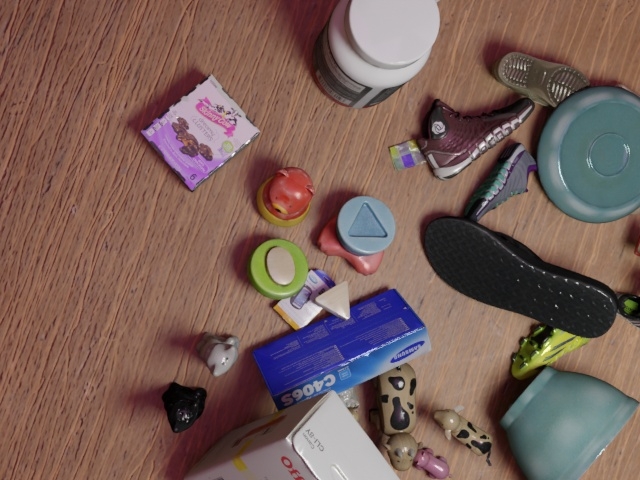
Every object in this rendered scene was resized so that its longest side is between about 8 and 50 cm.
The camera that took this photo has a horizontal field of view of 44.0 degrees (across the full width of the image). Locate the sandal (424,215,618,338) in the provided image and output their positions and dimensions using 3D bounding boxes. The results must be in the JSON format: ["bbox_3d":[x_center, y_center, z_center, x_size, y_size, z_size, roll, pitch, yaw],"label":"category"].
[{"bbox_3d":[0.437,0.077,1.763,0.446,0.107,0.167,27,119,10],"label":"sandal"}]

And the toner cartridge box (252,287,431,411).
[{"bbox_3d":[0.043,0.235,1.683,0.348,0.165,0.075,-23,123,-8],"label":"toner cartridge box"}]

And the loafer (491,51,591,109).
[{"bbox_3d":[0.503,-0.368,1.810,0.269,0.092,0.102,18,102,-24],"label":"loafer"}]

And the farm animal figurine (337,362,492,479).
[{"bbox_3d":[0.191,0.397,1.705,0.330,0.172,0.326,-20,92,-9],"label":"farm animal figurine"}]

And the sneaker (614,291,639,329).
[{"bbox_3d":[0.749,0.170,1.847,0.170,0.075,0.063,26,85,-8],"label":"sneaker"}]

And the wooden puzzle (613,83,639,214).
[{"bbox_3d":[0.719,-0.213,1.869,0.221,0.044,0.238,33,89,-8],"label":"wooden puzzle"}]

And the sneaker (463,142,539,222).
[{"bbox_3d":[0.421,-0.112,1.798,0.098,0.083,0.223,38,83,-12],"label":"sneaker"}]

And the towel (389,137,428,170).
[{"bbox_3d":[0.202,-0.196,1.799,0.083,0.009,0.060,-17,93,-9],"label":"towel"}]

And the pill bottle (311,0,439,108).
[{"bbox_3d":[0.108,-0.400,1.609,0.210,0.363,0.210,0,89,-10],"label":"pill bottle"}]

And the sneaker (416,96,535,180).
[{"bbox_3d":[0.336,-0.274,1.776,0.281,0.106,0.162,-38,92,-7],"label":"sneaker"}]

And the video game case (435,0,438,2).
[{"bbox_3d":[0.183,-0.568,1.797,0.157,0.019,0.143,-39,95,-7],"label":"video game case"}]

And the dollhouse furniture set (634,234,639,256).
[{"bbox_3d":[0.872,0.124,1.828,0.374,0.152,0.201,21,86,-8],"label":"dollhouse furniture set"}]

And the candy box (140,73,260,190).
[{"bbox_3d":[-0.255,-0.229,1.696,0.196,0.070,0.165,-41,95,-7],"label":"candy box"}]

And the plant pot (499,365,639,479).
[{"bbox_3d":[0.518,0.399,1.724,0.196,0.293,0.293,40,83,20],"label":"plant pot"}]

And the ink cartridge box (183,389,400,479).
[{"bbox_3d":[-0.048,0.488,1.555,0.279,0.385,0.160,53,45,-4],"label":"ink cartridge box"}]

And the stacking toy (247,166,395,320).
[{"bbox_3d":[0.000,0.000,1.669,0.309,0.130,0.279,21,69,-9],"label":"stacking toy"}]

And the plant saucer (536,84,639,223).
[{"bbox_3d":[0.651,-0.194,1.806,0.318,0.044,0.317,-1,97,-9],"label":"plant saucer"}]

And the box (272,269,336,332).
[{"bbox_3d":[-0.030,0.128,1.749,0.136,0.028,0.081,-45,96,-10],"label":"box"}]

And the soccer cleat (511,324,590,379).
[{"bbox_3d":[0.558,0.223,1.809,0.289,0.093,0.121,-46,105,-6],"label":"soccer cleat"}]

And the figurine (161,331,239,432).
[{"bbox_3d":[-0.241,0.287,1.620,0.092,0.209,0.215,34,84,-7],"label":"figurine"}]
